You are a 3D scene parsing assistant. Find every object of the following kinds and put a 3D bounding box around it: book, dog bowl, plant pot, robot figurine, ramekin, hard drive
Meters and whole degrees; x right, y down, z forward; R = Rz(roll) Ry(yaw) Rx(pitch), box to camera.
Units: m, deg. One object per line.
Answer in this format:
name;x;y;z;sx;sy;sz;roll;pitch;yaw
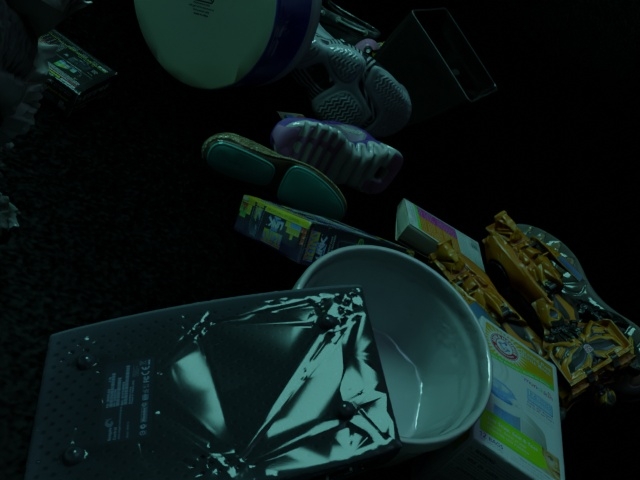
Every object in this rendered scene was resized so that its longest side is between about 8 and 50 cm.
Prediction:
book;0.182;-0.002;1.102;0.144;0.035;0.096;30;29;-12
dog bowl;-0.133;-0.344;1.014;0.265;0.265;0.104;45;35;13
plant pot;0.190;-0.299;1.346;0.188;0.167;0.187;56;34;1
robot figurine;0.279;0.099;0.954;0.211;0.085;0.291;-26;55;-19
ramekin;0.048;0.117;0.699;0.207;0.109;0.207;15;49;-18
hard drive;-0.079;0.121;0.543;0.255;0.054;0.172;-9;42;-3

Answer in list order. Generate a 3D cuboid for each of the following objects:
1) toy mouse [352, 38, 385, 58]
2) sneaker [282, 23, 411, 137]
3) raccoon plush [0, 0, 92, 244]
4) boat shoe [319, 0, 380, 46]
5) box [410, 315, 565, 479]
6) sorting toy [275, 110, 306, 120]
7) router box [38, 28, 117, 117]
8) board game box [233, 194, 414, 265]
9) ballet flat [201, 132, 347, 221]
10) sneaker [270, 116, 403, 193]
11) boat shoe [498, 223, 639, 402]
toy mouse;0.069;-0.351;1.376;0.143;0.161;0.031;-18;91;-14
sneaker;-0.006;-0.322;1.231;0.366;0.137;0.210;25;36;-12
raccoon plush;-0.351;-0.181;0.548;0.216;0.299;0.446;-7;51;-48
boat shoe;-0.021;-0.468;1.442;0.306;0.105;0.113;37;31;0
box;0.177;0.194;0.768;0.114;0.103;0.203;35;31;-5
sorting toy;-0.025;-0.184;1.151;0.083;0.012;0.062;-5;50;-47
router box;-0.319;-0.207;0.866;0.122;0.038;0.092;35;31;-2
board game box;0.000;0.000;0.826;0.141;0.048;0.170;14;5;-31
ballet flat;-0.057;-0.087;0.944;0.206;0.073;0.067;28;18;-21
sneaker;0.011;-0.136;1.060;0.236;0.095;0.104;8;34;-46
boat shoe;0.361;0.110;1.074;0.324;0.123;0.116;60;5;37
